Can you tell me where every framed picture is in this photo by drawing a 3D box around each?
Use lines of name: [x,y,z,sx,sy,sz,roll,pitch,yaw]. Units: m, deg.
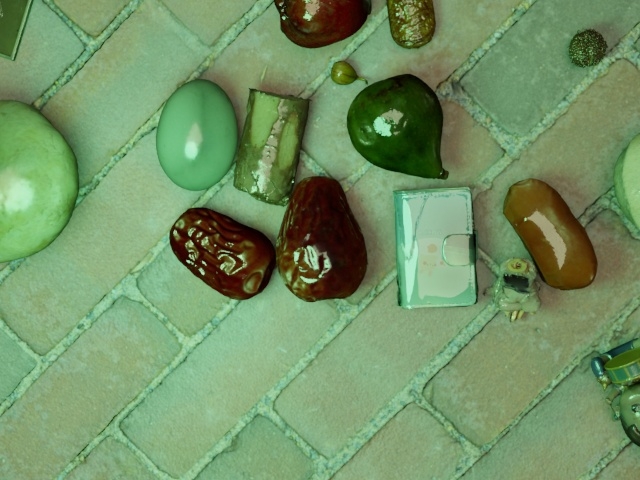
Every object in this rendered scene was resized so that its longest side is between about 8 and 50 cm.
framed picture: [-0.699,-0.506,1.935,0.150,0.015,0.203,18,94,2]

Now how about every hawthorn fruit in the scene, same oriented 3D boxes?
hawthorn fruit: [0.012,-0.489,1.827,0.202,0.185,0.185,-12,93,-12]

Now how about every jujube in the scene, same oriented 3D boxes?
jujube: [0.000,0.000,1.861,0.189,0.190,0.255,-3,76,3]
jujube: [-0.203,0.022,1.879,0.230,0.155,0.155,34,94,10]

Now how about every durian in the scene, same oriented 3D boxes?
durian: [0.548,-0.399,1.858,0.080,0.080,0.091,-24,63,4]

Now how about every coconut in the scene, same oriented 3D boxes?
coconut: [0.727,-0.118,1.760,0.265,0.237,0.238,-11,93,46]

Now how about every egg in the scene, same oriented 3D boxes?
egg: [-0.253,-0.217,1.853,0.168,0.168,0.231,7,92,2]

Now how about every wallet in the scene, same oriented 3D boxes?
wallet: [0.243,0.015,1.890,0.176,0.075,0.251,-2,94,6]

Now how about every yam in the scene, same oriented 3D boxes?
yam: [-0.105,-0.195,1.873,0.128,0.129,0.238,10,95,-33]

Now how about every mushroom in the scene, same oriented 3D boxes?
mushroom: [-0.648,-0.119,1.834,0.352,0.260,0.352,-4,81,27]

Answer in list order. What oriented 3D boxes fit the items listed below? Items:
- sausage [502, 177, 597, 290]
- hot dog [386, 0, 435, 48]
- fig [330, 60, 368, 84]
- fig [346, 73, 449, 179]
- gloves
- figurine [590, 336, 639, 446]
sausage: [0.474,-0.012,1.853,0.133,0.133,0.258,-32,89,4]
hot dog: [0.190,-0.472,1.870,0.099,0.065,0.147,-11,99,3]
fig: [0.061,-0.346,1.893,0.083,0.050,0.050,18,94,-8]
fig: [0.174,-0.216,1.824,0.195,0.195,0.245,-39,88,4]
gloves: [0.409,0.095,1.869,0.110,0.144,0.094,19,52,1]
figurine: [0.672,0.336,1.844,0.161,0.158,0.276,-30,91,13]
